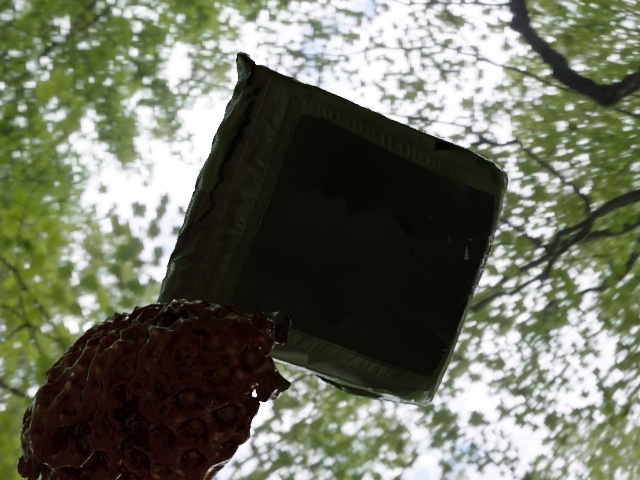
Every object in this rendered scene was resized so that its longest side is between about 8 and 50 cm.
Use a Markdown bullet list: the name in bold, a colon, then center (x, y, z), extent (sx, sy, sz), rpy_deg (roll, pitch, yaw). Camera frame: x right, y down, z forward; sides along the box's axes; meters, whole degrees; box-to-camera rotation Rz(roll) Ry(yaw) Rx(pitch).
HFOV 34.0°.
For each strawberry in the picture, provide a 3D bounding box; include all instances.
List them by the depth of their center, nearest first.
- **strawberry**: center (-0.095, 0.074, 0.536), extent (0.188, 0.082, 0.121), rpy_deg (-35, -136, 46)

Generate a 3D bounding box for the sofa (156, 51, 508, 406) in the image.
- **sofa**: center (0.000, 0.000, 0.783), extent (0.225, 0.176, 0.210), rpy_deg (19, -94, -17)
